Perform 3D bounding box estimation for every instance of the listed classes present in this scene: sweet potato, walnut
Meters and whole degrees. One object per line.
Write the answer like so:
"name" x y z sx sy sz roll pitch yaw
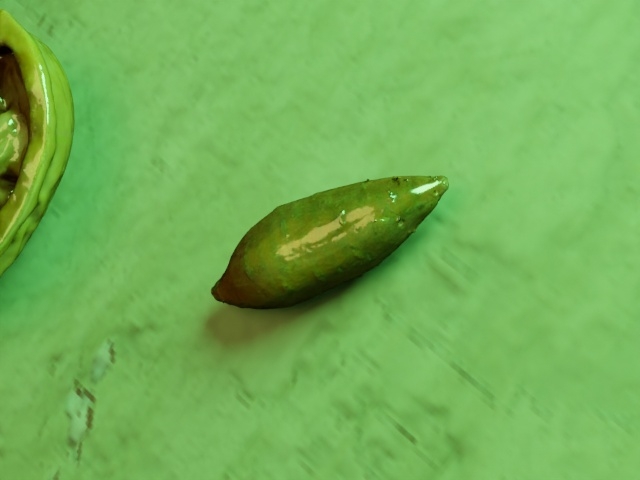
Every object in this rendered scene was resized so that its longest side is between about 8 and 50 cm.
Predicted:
"sweet potato" 0.000 0.000 0.615 0.095 0.034 0.034 -29 67 24
"walnut" -0.128 -0.024 0.681 0.091 0.052 0.121 37 100 29
